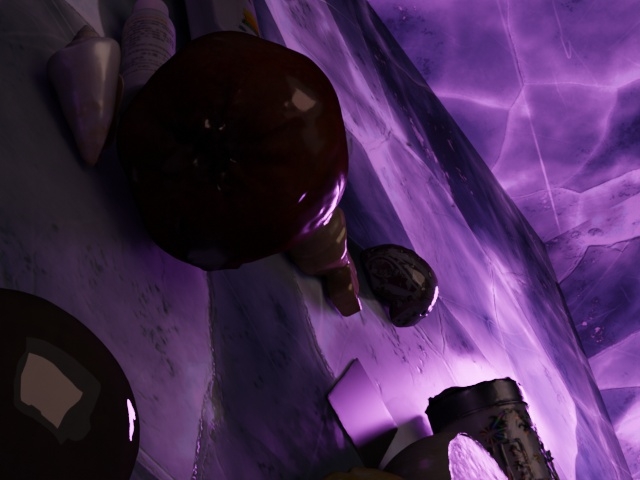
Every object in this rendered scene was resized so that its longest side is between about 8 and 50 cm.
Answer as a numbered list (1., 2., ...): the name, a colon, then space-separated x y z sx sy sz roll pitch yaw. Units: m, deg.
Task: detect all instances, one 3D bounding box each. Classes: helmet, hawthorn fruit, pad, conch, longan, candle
1. helmet: 0.167 0.075 2.138 0.177 0.107 0.153 60 20 -4
2. hawthorn fruit: -0.108 -0.116 1.409 0.308 0.308 0.325 59 -6 -6
3. pad: 0.069 0.273 1.727 0.143 0.003 0.211 60 17 -1
4. conch: -0.276 -0.179 1.346 0.176 0.094 0.104 68 -21 8
5. longan: -0.233 0.137 0.806 0.220 0.197 0.196 56 18 -20
6. candle: 0.315 0.403 1.906 0.187 0.187 0.330 30 36 -58

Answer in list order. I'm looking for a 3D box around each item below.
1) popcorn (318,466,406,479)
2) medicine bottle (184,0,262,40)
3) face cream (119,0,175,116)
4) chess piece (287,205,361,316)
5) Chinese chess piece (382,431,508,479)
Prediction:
1. popcorn: 0.053 0.369 1.256 0.204 0.183 0.221 14 44 -24
2. medicine bottle: -0.159 -0.341 1.887 0.161 0.111 0.296 43 25 -43
3. face cream: -0.247 -0.266 1.572 0.082 0.082 0.269 48 22 -35
4. chess piece: 0.000 0.000 1.813 0.301 0.137 0.137 58 14 -45
5. Chinese chess piece: 0.214 0.457 1.608 0.349 0.146 0.349 50 20 -27
